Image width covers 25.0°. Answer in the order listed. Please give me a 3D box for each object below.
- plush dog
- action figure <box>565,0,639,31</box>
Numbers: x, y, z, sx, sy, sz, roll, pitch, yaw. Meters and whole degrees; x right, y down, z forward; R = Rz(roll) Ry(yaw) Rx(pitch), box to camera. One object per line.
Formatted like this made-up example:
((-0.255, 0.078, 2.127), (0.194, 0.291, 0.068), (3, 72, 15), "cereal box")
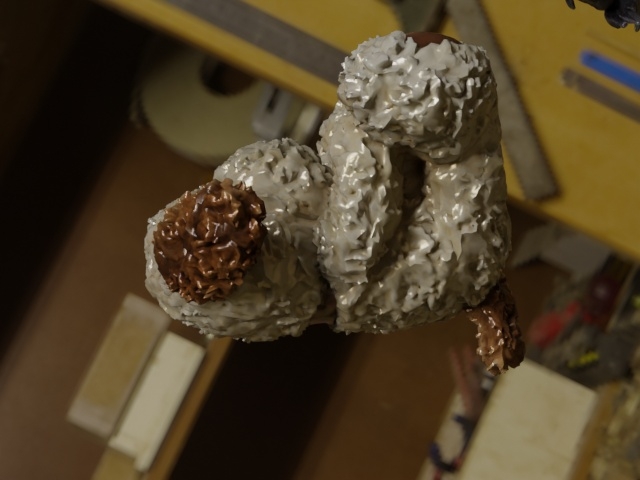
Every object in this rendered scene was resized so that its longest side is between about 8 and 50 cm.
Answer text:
((0.000, 0.000, 0.911), (0.262, 0.225, 0.210), (120, 138, -85), "plush dog")
((0.213, -0.279, 1.209), (0.141, 0.276, 0.164), (-43, 45, 24), "action figure")
